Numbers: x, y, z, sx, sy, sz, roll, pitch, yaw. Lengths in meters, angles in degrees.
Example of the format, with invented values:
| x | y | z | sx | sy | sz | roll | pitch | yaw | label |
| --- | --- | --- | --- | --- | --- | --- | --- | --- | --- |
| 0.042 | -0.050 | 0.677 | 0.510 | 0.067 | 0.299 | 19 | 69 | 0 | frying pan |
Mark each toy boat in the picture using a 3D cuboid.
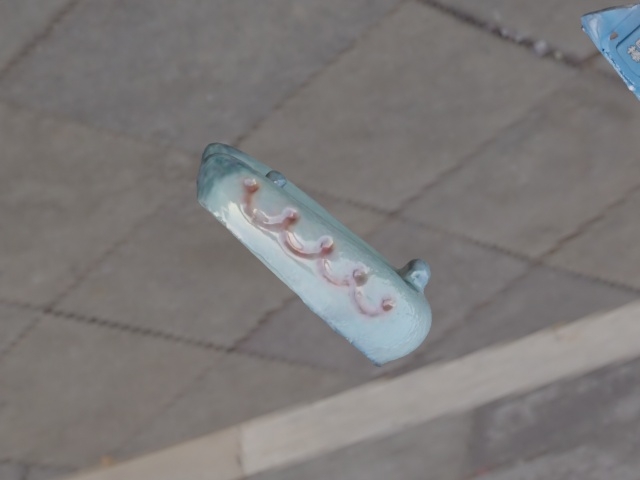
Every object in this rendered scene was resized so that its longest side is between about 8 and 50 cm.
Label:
| x | y | z | sx | sy | sz | roll | pitch | yaw | label |
| --- | --- | --- | --- | --- | --- | --- | --- | --- | --- |
| 0.000 | 0.000 | 1.256 | 0.079 | 0.207 | 0.134 | -48 | -174 | 1 | toy boat |

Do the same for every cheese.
| x | y | z | sx | sy | sz | roll | pitch | yaw | label |
| --- | --- | --- | --- | --- | --- | --- | --- | --- | --- |
| 0.312 | -0.194 | 1.513 | 0.052 | 0.135 | 0.244 | -35 | 176 | -26 | cheese |
